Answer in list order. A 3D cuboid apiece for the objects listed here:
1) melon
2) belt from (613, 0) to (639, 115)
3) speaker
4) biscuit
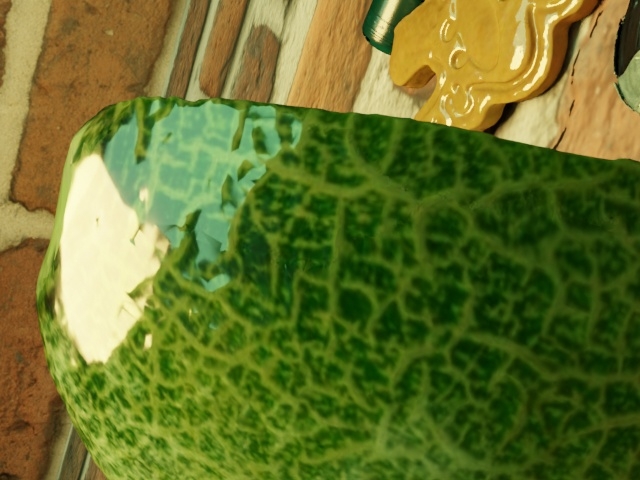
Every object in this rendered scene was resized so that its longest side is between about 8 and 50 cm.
[{"bbox_3d":[0.039,0.066,0.470,0.226,0.344,0.331,-91,21,-44],"label":"melon"},{"bbox_3d":[0.208,-0.118,0.522,0.105,0.058,0.140,18,91,65],"label":"belt"},{"bbox_3d":[0.088,-0.202,0.930,0.094,0.060,0.075,42,125,27],"label":"speaker"},{"bbox_3d":[0.128,-0.160,0.760,0.236,0.040,0.144,-46,57,51],"label":"biscuit"}]
